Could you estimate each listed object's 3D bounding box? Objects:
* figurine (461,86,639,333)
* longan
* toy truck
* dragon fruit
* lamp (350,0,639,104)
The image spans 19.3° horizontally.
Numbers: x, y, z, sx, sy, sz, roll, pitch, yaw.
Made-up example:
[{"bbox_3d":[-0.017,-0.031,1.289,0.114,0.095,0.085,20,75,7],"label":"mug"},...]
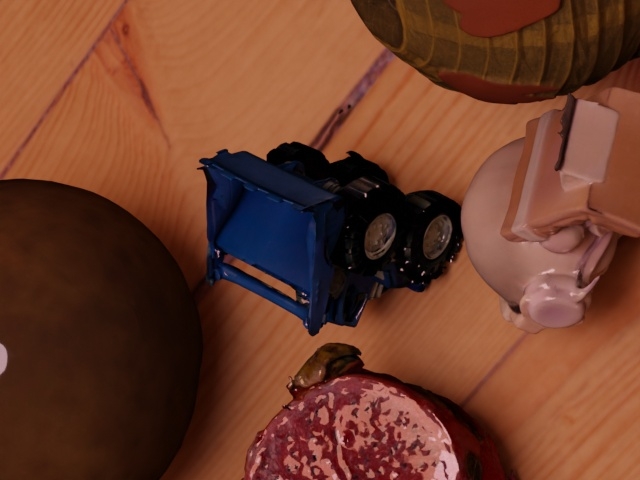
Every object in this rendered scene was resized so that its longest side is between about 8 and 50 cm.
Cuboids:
[{"bbox_3d":[0.180,-0.021,1.310,0.237,0.141,0.162,139,146,-62],"label":"figurine"},{"bbox_3d":[-0.241,0.098,1.520,0.319,0.319,0.318,-4,83,36],"label":"longan"},{"bbox_3d":[0.000,0.000,1.405,0.113,0.208,0.126,26,100,37],"label":"toy truck"},{"bbox_3d":[0.048,0.216,1.404,0.211,0.147,0.282,-17,79,25],"label":"dragon fruit"},{"bbox_3d":[0.149,-0.223,1.270,0.284,0.250,0.250,-27,61,-17],"label":"lamp"}]
